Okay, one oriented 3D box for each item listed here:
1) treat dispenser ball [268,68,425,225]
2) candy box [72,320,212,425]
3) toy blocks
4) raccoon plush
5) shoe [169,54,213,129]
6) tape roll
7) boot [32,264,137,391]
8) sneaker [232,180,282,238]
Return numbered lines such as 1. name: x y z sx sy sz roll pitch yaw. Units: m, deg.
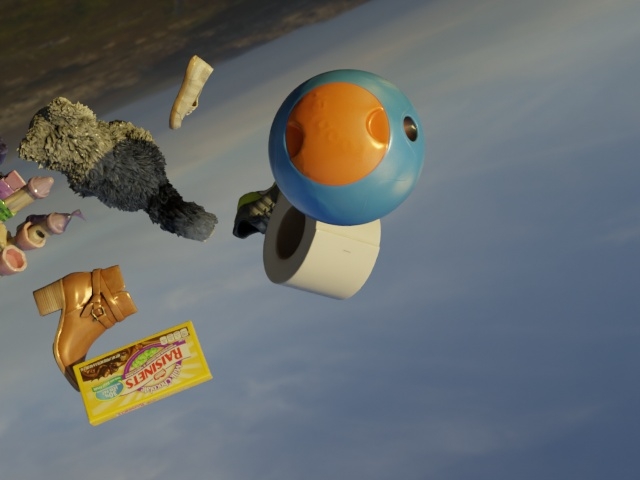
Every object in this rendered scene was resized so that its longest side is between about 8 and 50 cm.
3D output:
1. treat dispenser ball: 0.048 -0.169 1.597 0.288 0.288 0.288 -24 -169 5
2. candy box: -0.290 0.215 1.419 0.206 0.105 0.027 -22 158 -8
3. toy blocks: -0.715 -0.109 2.016 0.260 0.288 0.309 -28 -160 24
4. raccoon plush: -0.448 -0.173 1.949 0.447 0.216 0.299 21 178 15
5. shoe: -0.322 -0.352 2.134 0.076 0.058 0.219 -79 -165 -48
6. tape roll: 0.000 0.000 1.967 0.169 0.246 0.246 16 169 -29
7. boot: -0.382 0.146 1.470 0.153 0.197 0.073 -19 -169 -14
8. sneaker: -0.121 -0.079 2.268 0.300 0.111 0.121 -25 -143 44
